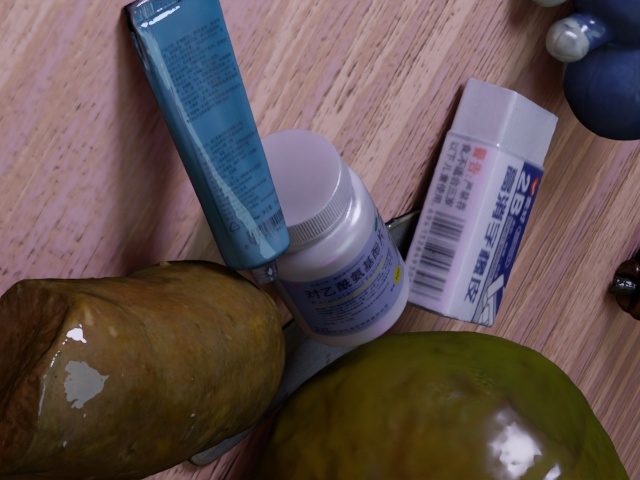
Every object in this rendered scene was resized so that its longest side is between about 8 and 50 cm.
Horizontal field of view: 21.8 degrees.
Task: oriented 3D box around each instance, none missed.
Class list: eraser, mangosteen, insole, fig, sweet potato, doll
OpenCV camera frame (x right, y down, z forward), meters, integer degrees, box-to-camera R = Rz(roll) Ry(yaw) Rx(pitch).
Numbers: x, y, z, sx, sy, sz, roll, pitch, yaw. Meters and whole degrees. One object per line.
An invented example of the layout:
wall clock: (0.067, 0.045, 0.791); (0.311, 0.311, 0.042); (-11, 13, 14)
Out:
eraser: (0.144, -0.031, 1.517); (0.124, 0.068, 0.210); (16, 93, -61)
mangosteen: (0.405, 0.053, 1.961); (0.140, 0.140, 0.140); (-37, 140, -39)
insole: (0.000, 0.079, 1.447); (0.348, 0.009, 0.119); (-39, 142, -37)
fig: (0.114, 0.226, 1.435); (0.343, 0.343, 0.343); (-37, 140, -39)
sweet potato: (-0.115, 0.088, 1.137); (0.370, 0.158, 0.157); (-5, 116, -57)
doll: (0.293, -0.214, 1.565); (0.228, 0.154, 0.258); (-53, 155, -26)

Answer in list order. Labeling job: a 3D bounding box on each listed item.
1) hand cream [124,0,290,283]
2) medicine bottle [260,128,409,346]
hand cream: (-0.072, -0.071, 1.145); (0.083, 0.048, 0.224); (-35, 117, -39)
medicine bottle: (0.000, 0.000, 1.295); (0.102, 0.103, 0.186); (-54, 149, -17)
